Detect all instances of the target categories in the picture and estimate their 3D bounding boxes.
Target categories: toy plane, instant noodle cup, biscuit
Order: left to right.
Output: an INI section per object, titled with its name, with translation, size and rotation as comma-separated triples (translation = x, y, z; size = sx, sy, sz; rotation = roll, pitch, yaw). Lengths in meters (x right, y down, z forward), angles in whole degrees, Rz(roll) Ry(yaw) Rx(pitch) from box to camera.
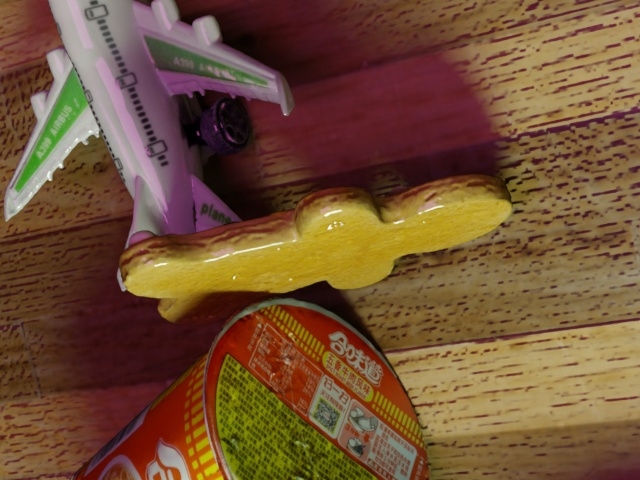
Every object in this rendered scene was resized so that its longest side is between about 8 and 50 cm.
[toy plane]
translation = -0.126, -0.103, 0.986
size = 0.251, 0.101, 0.255
rotation = -19, 87, 31
[instant noodle cup]
translation = -0.065, 0.168, 0.974
size = 0.212, 0.193, 0.193
rotation = -34, 83, 38
[biscuit]
translation = 0.000, -0.002, 0.906
size = 0.240, 0.158, 0.035
rotation = -15, 73, 2
